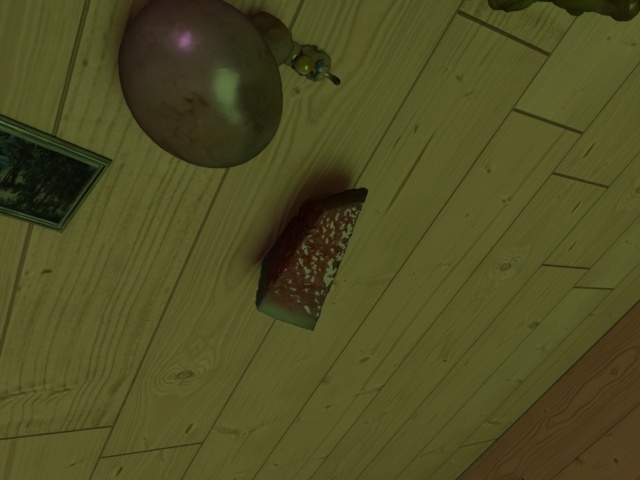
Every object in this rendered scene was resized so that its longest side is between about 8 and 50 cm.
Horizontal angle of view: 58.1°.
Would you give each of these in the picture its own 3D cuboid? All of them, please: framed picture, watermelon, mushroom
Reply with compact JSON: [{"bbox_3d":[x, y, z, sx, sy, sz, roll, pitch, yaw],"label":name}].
[{"bbox_3d":[-0.388,-0.083,0.746,0.183,0.011,0.142,23,116,-45],"label":"framed picture"},{"bbox_3d":[0.000,0.000,0.987,0.140,0.192,0.256,23,126,-10],"label":"watermelon"},{"bbox_3d":[-0.134,-0.201,0.679,0.207,0.209,0.206,9,160,3],"label":"mushroom"}]

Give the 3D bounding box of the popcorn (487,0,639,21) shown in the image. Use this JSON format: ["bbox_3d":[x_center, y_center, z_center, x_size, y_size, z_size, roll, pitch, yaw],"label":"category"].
[{"bbox_3d":[0.340,-0.405,0.677,0.336,0.279,0.274,-28,100,-3],"label":"popcorn"}]

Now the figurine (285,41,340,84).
[{"bbox_3d":[-0.012,-0.242,0.796,0.083,0.050,0.047,7,122,-38],"label":"figurine"}]
